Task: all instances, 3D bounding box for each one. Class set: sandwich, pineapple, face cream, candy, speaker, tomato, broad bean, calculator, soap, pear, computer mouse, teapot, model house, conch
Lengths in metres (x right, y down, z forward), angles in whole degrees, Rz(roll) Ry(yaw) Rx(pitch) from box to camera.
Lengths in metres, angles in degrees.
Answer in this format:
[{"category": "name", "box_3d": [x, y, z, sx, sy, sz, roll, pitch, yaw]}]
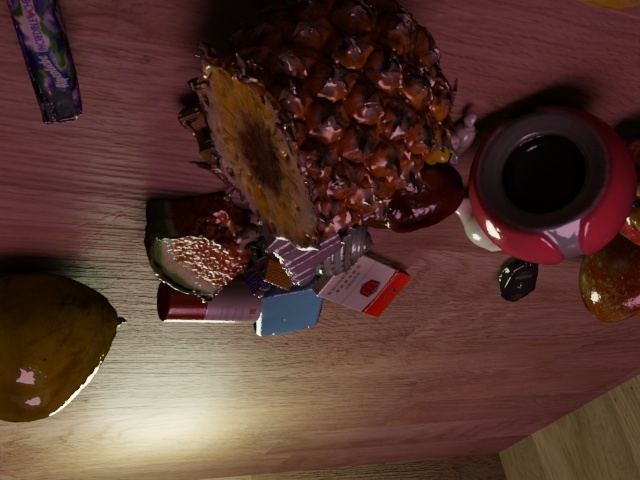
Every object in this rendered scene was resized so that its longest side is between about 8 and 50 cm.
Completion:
[{"category": "sandwich", "box_3d": [-0.235, 0.001, 1.625, 0.212, 0.109, 0.292, -32, 150, 17]}, {"category": "pineapple", "box_3d": [0.015, -0.178, 1.158, 0.300, 0.352, 0.352, -37, 156, -17]}, {"category": "face cream", "box_3d": [-0.242, 0.132, 1.860, 0.214, 0.095, 0.096, 3, 147, -28]}, {"category": "candy", "box_3d": [-0.358, -0.278, 1.077, 0.061, 0.088, 0.312, -12, 152, -13]}, {"category": "speaker", "box_3d": [0.412, -0.097, 1.544, 0.295, 0.294, 0.294, -11, 151, -6]}, {"category": "tomato", "box_3d": [0.771, 0.077, 2.092, 0.270, 0.222, 0.270, -13, 172, -2]}, {"category": "broad bean", "box_3d": [0.164, -0.086, 1.626, 0.229, 0.122, 0.156, -7, 153, -19]}, {"category": "calculator", "box_3d": [-0.074, 0.151, 2.016, 0.173, 0.051, 0.293, -11, 151, -12]}, {"category": "soap", "box_3d": [0.026, -0.079, 1.496, 0.302, 0.158, 0.257, -28, 155, -2]}, {"category": "pear", "box_3d": [-0.553, 0.196, 1.671, 0.375, 0.287, 0.287, -13, 157, -40]}, {"category": "computer mouse", "box_3d": [0.506, 0.090, 2.169, 0.099, 0.057, 0.172, -6, 139, -11]}, {"category": "teapot", "box_3d": [0.411, -0.062, 1.773, 0.298, 0.139, 0.204, -16, 179, -2]}, {"category": "model house", "box_3d": [-0.121, 0.063, 1.785, 0.101, 0.100, 0.088, -29, 148, 27]}, {"category": "conch", "box_3d": [0.004, 0.010, 1.693, 0.200, 0.131, 0.172, -10, -170, 11]}]

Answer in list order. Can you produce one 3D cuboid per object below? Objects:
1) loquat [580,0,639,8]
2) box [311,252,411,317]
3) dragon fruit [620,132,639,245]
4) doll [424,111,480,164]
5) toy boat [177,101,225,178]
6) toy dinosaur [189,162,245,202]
[{"category": "loquat", "box_3d": [0.372, -0.410, 1.046, 0.244, 0.243, 0.244, -11, 151, -6]}, {"category": "box", "box_3d": [0.099, 0.098, 1.967, 0.139, 0.035, 0.245, -50, 139, 11]}, {"category": "dragon fruit", "box_3d": [0.688, -0.097, 1.711, 0.250, 0.269, 0.291, -38, 148, 21]}, {"category": "doll", "box_3d": [0.245, -0.185, 1.548, 0.113, 0.071, 0.135, -2, 146, -37]}, {"category": "toy boat", "box_3d": [-0.171, -0.161, 1.383, 0.057, 0.077, 0.200, -19, 151, 12]}, {"category": "toy dinosaur", "box_3d": [-0.140, -0.110, 1.540, 0.220, 0.032, 0.108, 8, 147, -31]}]
